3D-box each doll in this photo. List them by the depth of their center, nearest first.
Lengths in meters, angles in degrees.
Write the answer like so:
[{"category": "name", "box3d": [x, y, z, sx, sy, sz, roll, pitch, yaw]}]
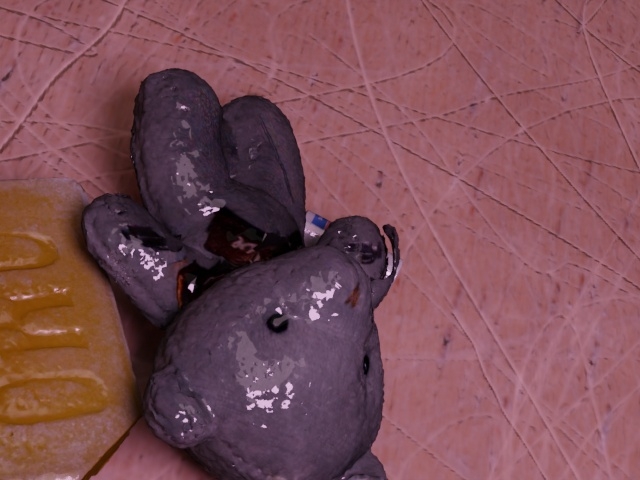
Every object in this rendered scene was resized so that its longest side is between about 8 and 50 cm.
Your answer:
[{"category": "doll", "box3d": [-0.041, 0.014, 1.018, 0.246, 0.158, 0.340, 15, 57, -33]}]

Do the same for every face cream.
[{"category": "face cream", "box3d": [0.000, 0.000, 1.148, 0.130, 0.034, 0.034, 27, 50, -3]}]

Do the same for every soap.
[{"category": "soap", "box3d": [-0.205, 0.072, 0.981, 0.140, 0.073, 0.232, -6, 60, -23]}]
